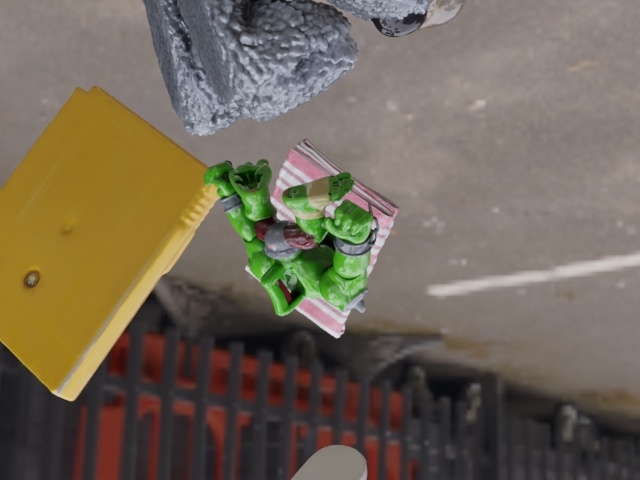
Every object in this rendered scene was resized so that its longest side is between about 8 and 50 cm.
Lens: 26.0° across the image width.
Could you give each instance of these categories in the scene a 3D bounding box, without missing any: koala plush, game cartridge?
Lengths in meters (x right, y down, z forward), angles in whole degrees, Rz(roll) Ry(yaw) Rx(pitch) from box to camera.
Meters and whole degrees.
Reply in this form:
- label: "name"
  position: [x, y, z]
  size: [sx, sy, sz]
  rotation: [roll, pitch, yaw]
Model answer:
- label: "koala plush"
  position: [0.007, -0.190, 0.826]
  size: [0.221, 0.203, 0.196]
  rotation: [-18, -173, -16]
- label: "game cartridge"
  position: [-0.295, -0.008, 1.705]
  size: [0.285, 0.323, 0.053]
  rotation: [37, 179, 37]

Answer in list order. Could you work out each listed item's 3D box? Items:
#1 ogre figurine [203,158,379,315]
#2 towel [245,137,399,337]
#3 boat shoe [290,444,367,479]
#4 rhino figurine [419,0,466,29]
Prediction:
- label: "ogre figurine"
  position: [-0.023, -0.002, 1.236]
  size: [0.197, 0.097, 0.118]
  rotation: [4, 125, 27]
- label: "towel"
  position: [0.000, 0.000, 1.544]
  size: [0.029, 0.144, 0.197]
  rotation: [-30, 150, -48]
- label: "boat shoe"
  position: [-0.030, 0.239, 1.112]
  size: [0.066, 0.184, 0.063]
  rotation: [23, 138, 28]
- label: "rhino figurine"
  position: [0.097, -0.268, 1.022]
  size: [0.073, 0.243, 0.106]
  rotation: [11, -159, -17]
